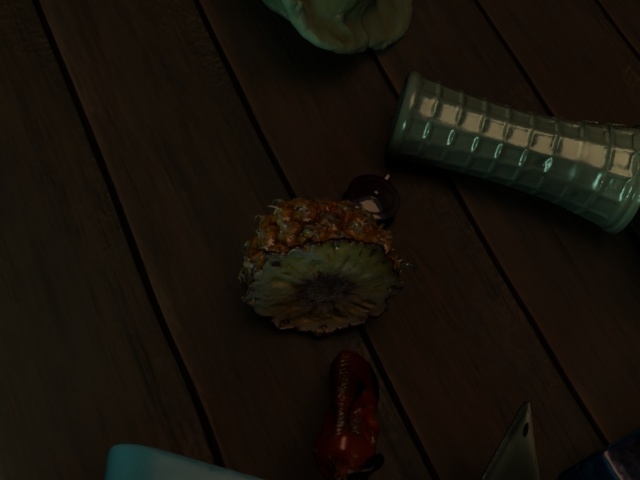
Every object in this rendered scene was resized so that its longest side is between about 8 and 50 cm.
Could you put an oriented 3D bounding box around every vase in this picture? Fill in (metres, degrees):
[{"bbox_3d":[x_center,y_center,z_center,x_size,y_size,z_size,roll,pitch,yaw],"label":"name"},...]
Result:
[{"bbox_3d":[0.236,-0.117,1.036,0.299,0.143,0.143,16,58,-1],"label":"vase"}]

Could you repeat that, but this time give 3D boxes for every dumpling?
[{"bbox_3d":[0.015,-0.389,1.099,0.270,0.212,0.320,37,70,6],"label":"dumpling"}]

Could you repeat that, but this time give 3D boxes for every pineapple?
[{"bbox_3d":[-0.002,0.002,0.898,0.176,0.161,0.136,2,49,-14],"label":"pineapple"}]

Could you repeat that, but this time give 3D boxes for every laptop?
[{"bbox_3d":[0.134,0.292,0.748,0.015,0.187,0.269,17,52,33],"label":"laptop"}]

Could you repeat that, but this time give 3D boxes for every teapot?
[{"bbox_3d":[0.063,-0.050,1.005,0.068,0.045,0.100,31,59,4],"label":"teapot"}]

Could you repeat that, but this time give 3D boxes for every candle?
[{"bbox_3d":[0.026,0.162,0.751,0.059,0.301,0.084,-12,93,3],"label":"candle"}]

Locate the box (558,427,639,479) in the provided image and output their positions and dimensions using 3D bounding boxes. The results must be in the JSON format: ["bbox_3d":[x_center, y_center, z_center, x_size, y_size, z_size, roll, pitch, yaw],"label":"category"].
[{"bbox_3d":[0.435,0.287,0.859,0.279,0.116,0.261,-20,68,-22],"label":"box"}]

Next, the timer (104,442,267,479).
[{"bbox_3d":[-0.054,0.251,0.694,0.250,0.232,0.091,8,56,-10],"label":"timer"}]
